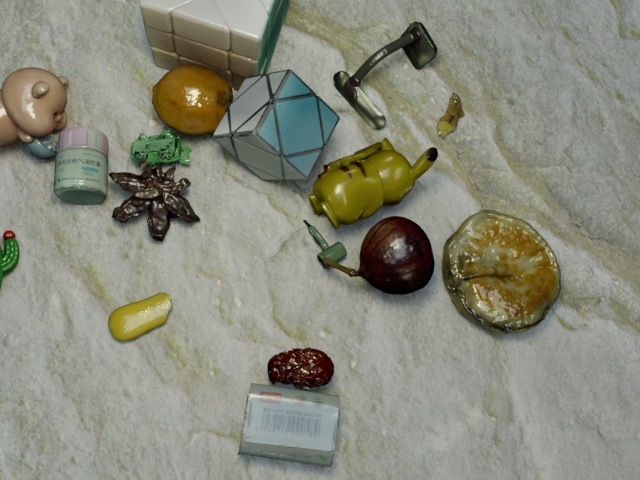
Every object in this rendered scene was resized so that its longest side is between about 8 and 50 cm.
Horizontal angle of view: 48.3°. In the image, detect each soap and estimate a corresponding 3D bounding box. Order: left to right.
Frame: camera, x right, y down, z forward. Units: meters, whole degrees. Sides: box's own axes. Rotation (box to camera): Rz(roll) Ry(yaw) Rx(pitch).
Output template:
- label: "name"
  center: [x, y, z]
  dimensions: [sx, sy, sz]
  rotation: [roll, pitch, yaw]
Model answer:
- label: "soap"
  center: [-0.449, 0.193, 1.797]
  dimensions: [0.168, 0.033, 0.089]
  rotation: [-19, 80, -10]

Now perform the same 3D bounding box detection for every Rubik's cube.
- label: "Rubik's cube"
  center: [-0.263, -0.624, 1.892]
  dimensions: [0.318, 0.316, 0.322]
  rotation: [17, 75, -2]
- label: "Rubik's cube"
  center: [-0.115, -0.290, 1.835]
  dimensions: [0.205, 0.207, 0.205]
  rotation: [39, 70, -36]

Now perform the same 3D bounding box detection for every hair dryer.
- label: "hair dryer"
  center: [0.000, 0.000, 1.897]
  dimensions: [0.071, 0.047, 0.150]
  rotation: [-32, 70, -17]

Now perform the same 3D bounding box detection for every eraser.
- label: "eraser"
  center: [-0.075, 0.450, 1.741]
  dimensions: [0.226, 0.081, 0.174]
  rotation: [9, 78, -4]

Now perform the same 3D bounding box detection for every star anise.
- label: "star anise"
  center: [-0.436, -0.103, 1.836]
  dimensions: [0.219, 0.099, 0.214]
  rotation: [-14, 90, -9]

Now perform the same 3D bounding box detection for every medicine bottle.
- label: "medicine bottle"
  center: [-0.612, -0.191, 1.834]
  dimensions: [0.135, 0.135, 0.169]
  rotation: [-1, 73, -6]

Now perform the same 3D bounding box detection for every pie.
- label: "pie"
  center: [0.480, 0.083, 1.900]
  dimensions: [0.338, 0.077, 0.339]
  rotation: [1, 71, -4]

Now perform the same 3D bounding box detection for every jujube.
- label: "jujube"
  center: [-0.049, 0.311, 1.772]
  dimensions: [0.165, 0.104, 0.104]
  rotation: [6, 74, -2]

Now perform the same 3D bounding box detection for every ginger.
- label: "ginger"
  center: [0.371, -0.352, 2.023]
  dimensions: [0.057, 0.044, 0.137]
  rotation: [19, 71, 18]

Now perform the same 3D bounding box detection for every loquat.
- label: "loquat"
  center: [-0.333, -0.370, 1.895]
  dimensions: [0.234, 0.176, 0.187]
  rotation: [19, 90, 3]

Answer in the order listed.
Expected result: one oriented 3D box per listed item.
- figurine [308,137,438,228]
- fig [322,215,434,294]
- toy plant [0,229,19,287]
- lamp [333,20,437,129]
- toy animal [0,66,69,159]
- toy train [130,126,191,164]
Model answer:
- label: "figurine"
  center: [0.125, -0.160, 1.888]
  dimensions: [0.326, 0.218, 0.169]
  rotation: [-20, 118, -18]
- label: "fig"
  center: [0.165, 0.057, 1.811]
  dimensions: [0.249, 0.186, 0.204]
  rotation: [-27, 96, -24]
- label: "toy plant"
  center: [-0.833, 0.032, 1.778]
  dimensions: [0.154, 0.088, 0.240]
  rotation: [19, 63, -13]
- label: "lamp"
  center: [0.206, -0.459, 1.997]
  dimensions: [0.283, 0.124, 0.203]
  rotation: [-34, 90, -10]
- label: "toy animal"
  center: [-0.770, -0.337, 1.827]
  dimensions: [0.221, 0.210, 0.230]
  rotation: [14, 110, -7]
- label: "toy train"
  center: [-0.425, -0.238, 1.894]
  dimensions: [0.149, 0.081, 0.099]
  rotation: [-11, 46, 2]
